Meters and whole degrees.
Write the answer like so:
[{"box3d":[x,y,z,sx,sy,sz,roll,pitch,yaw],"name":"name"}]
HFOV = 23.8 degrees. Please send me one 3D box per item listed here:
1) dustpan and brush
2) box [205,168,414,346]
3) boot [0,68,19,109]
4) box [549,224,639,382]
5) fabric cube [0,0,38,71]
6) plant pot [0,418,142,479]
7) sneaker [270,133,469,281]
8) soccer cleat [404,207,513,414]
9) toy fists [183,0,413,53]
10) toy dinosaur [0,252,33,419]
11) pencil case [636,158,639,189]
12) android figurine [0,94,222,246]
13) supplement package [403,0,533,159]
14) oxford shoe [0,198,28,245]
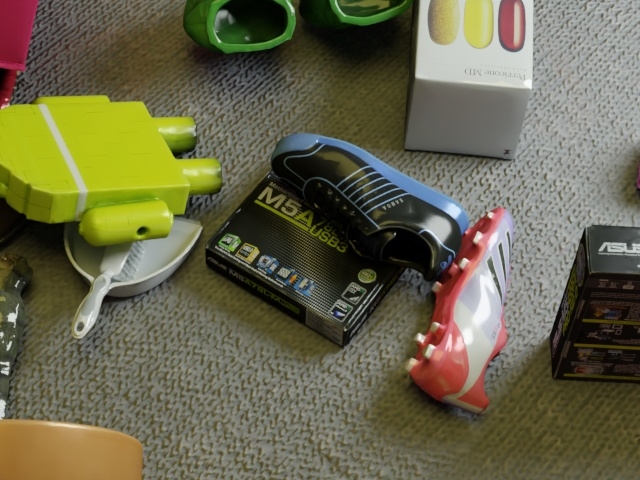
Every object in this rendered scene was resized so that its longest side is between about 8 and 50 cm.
[{"box3d":[-0.224,0.031,1.632,0.147,0.060,0.211,13,56,7],"name":"dustpan and brush"},{"box3d":[0.000,0.000,1.673,0.190,0.045,0.184,31,61,17],"name":"box"},{"box3d":[-0.528,-0.127,1.685,0.284,0.138,0.377,15,48,8],"name":"boot"},{"box3d":[0.383,0.072,1.537,0.270,0.216,0.060,3,57,0],"name":"box"},{"box3d":[-0.434,-0.362,1.662,0.254,0.258,0.259,7,21,-22],"name":"fabric cube"},{"box3d":[-0.300,0.286,1.343,0.290,0.291,0.204,-3,73,-4],"name":"plant pot"},{"box3d":[0.042,-0.036,1.625,0.232,0.081,0.090,23,50,10],"name":"sneaker"},{"box3d":[0.167,0.072,1.622,0.095,0.083,0.248,36,51,-13],"name":"soccer cleat"},{"box3d":[-0.028,-0.286,1.808,0.279,0.142,0.096,-16,99,-12],"name":"toy fists"},{"box3d":[-0.362,0.115,1.571,0.118,0.064,0.268,2,59,-9],"name":"toy dinosaur"},{"box3d":[0.471,-0.083,1.727,0.209,0.095,0.098,16,41,6],"name":"pencil case"},{"box3d":[-0.253,-0.085,1.666,0.272,0.056,0.248,-7,42,-28],"name":"android figurine"},{"box3d":[0.176,-0.235,1.787,0.139,0.134,0.244,5,55,0],"name":"supplement package"},{"box3d":[-0.399,-0.029,1.645,0.227,0.096,0.083,-31,58,-24],"name":"oxford shoe"}]
